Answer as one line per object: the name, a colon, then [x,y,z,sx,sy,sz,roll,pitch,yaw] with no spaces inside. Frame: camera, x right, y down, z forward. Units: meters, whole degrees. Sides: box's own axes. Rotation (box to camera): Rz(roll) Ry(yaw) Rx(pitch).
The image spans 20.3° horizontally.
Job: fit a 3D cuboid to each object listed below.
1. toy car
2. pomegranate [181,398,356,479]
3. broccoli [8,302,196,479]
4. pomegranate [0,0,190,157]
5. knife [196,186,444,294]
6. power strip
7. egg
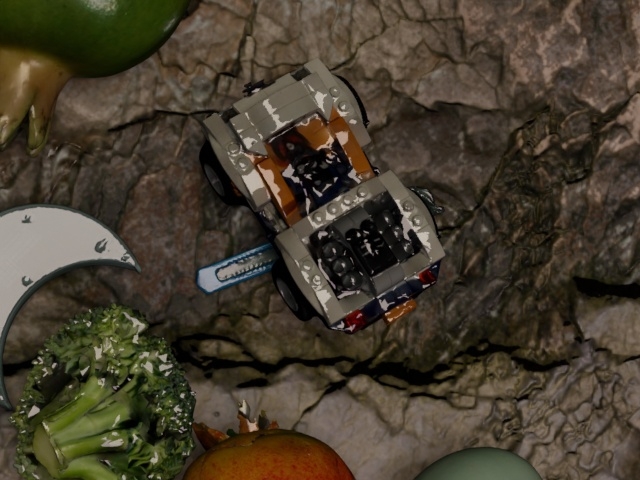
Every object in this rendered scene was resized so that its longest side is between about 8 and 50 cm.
toy car: [0.010,-0.045,1.934,0.193,0.118,0.301,-29,79,-15]
pomegranate: [-0.058,0.286,1.856,0.210,0.210,0.235,-16,60,-14]
broccoli: [-0.221,0.185,1.828,0.198,0.226,0.176,24,52,19]
pomegranate: [-0.285,-0.268,1.864,0.309,0.216,0.359,16,81,-14]
knife: [0.001,0.000,1.992,0.296,0.026,0.044,-21,90,-14]
power strip: [-0.325,0.061,1.898,0.167,0.054,0.253,45,76,-1]
egg: [0.150,0.326,1.912,0.168,0.168,0.231,38,81,-6]
